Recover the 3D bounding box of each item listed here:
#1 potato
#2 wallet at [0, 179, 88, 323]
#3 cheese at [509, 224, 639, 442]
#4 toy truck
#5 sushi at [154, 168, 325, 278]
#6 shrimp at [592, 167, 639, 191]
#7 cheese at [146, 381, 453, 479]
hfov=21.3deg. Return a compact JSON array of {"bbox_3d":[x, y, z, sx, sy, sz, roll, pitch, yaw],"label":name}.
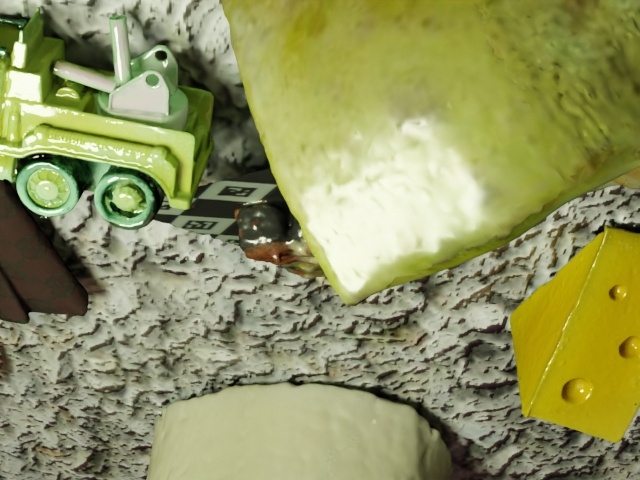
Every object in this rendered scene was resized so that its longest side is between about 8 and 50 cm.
[{"bbox_3d":[0.107,-0.148,0.939,0.280,0.330,0.212,-28,100,23],"label":"potato"},{"bbox_3d":[-0.318,-0.006,1.458,0.182,0.049,0.229,3,147,19],"label":"wallet"},{"bbox_3d":[0.232,0.056,1.374,0.093,0.126,0.171,16,128,-11],"label":"cheese"},{"bbox_3d":[-0.209,-0.105,1.215,0.260,0.128,0.135,8,121,5],"label":"toy truck"},{"bbox_3d":[0.000,0.000,1.294,0.220,0.047,0.231,-12,162,33],"label":"sushi"},{"bbox_3d":[0.270,-0.026,1.214,0.287,0.068,0.185,12,142,-5],"label":"shrimp"},{"bbox_3d":[-0.016,0.270,1.720,0.332,0.153,0.292,-11,143,34],"label":"cheese"}]
